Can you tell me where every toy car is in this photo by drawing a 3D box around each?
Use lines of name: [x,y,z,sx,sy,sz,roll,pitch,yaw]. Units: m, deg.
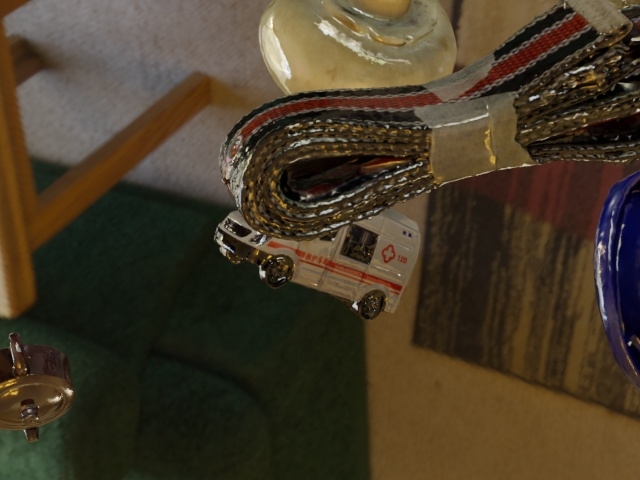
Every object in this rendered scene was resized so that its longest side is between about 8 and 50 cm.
toy car: [0.000,0.000,1.166,0.089,0.210,0.108,33,100,50]

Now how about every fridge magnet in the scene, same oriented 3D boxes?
fridge magnet: [0.389,0.049,1.339,0.113,0.265,0.265,-11,116,43]

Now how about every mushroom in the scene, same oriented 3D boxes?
mushroom: [0.067,-0.337,1.752,0.314,0.314,0.336,26,136,13]

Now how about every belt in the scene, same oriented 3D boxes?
belt: [0.102,-0.088,0.898,0.360,0.094,0.126,-18,125,-5]

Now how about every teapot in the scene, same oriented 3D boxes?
teapot: [-0.199,0.101,0.811,0.100,0.068,0.045,97,155,-49]

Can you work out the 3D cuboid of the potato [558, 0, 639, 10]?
potato: [0.390,-0.283,1.458,0.165,0.262,0.165,33,138,36]
